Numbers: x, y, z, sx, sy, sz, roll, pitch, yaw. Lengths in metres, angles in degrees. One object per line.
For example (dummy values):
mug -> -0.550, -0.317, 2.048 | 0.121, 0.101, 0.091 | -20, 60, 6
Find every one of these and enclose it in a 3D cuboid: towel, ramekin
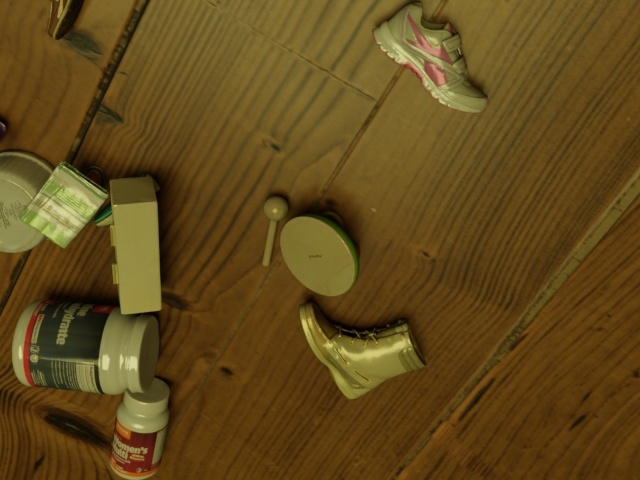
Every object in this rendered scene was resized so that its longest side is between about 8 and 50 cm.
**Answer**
towel -> -0.506, -0.067, 1.618 | 0.113, 0.023, 0.152 | 38, 103, -18
ramekin -> -0.634, -0.073, 1.689 | 0.207, 0.109, 0.207 | 2, 114, 5

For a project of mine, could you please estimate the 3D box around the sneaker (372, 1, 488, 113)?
sneaker -> 0.218, -0.332, 1.487 | 0.252, 0.103, 0.111 | 38, 114, -12

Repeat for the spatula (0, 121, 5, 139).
spatula -> -0.752, -0.161, 1.703 | 0.084, 0.030, 0.296 | 41, 113, -9

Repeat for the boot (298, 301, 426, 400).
boot -> 0.089, 0.207, 1.751 | 0.203, 0.095, 0.262 | -26, 111, 17

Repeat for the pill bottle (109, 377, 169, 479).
pill bottle -> -0.414, 0.431, 1.892 | 0.121, 0.121, 0.221 | 14, 115, -1

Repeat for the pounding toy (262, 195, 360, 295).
pounding toy -> 0.000, 0.000, 1.678 | 0.236, 0.110, 0.183 | 23, 131, 27

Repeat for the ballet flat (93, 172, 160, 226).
ballet flat -> -0.400, -0.071, 1.697 | 0.168, 0.057, 0.052 | -38, 116, 20

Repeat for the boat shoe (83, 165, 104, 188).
boat shoe -> -0.489, -0.091, 1.703 | 0.049, 0.043, 0.137 | 29, 113, -6

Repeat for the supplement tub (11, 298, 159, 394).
supplement tub -> -0.502, 0.232, 1.770 | 0.272, 0.191, 0.191 | 5, 115, 3

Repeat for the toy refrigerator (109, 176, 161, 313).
toy refrigerator -> -0.380, 0.013, 1.671 | 0.094, 0.102, 0.270 | -6, 126, -15

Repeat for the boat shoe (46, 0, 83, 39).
boat shoe -> -0.475, -0.463, 1.522 | 0.060, 0.064, 0.178 | 25, 108, 0
